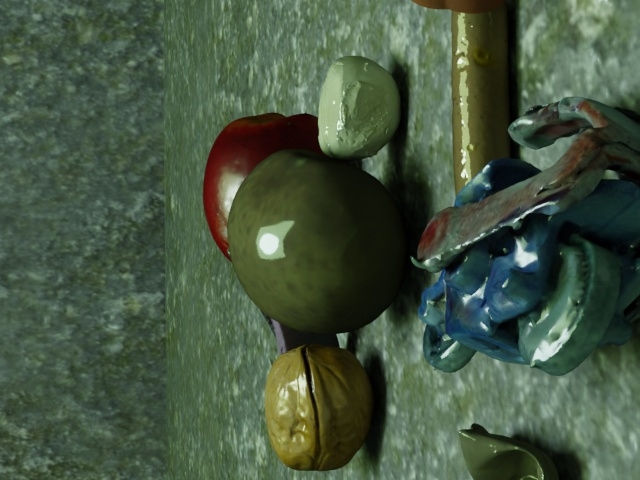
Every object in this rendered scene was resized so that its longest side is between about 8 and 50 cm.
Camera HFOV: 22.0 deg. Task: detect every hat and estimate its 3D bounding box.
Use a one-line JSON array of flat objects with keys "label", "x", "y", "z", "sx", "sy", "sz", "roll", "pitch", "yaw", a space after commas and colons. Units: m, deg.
[{"label": "hat", "x": 0.191, "y": 0.248, "z": 1.570, "sx": 0.173, "sy": 0.144, "sz": 0.166, "roll": -16, "pitch": -72, "yaw": -59}]

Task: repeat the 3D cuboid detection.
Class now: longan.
[{"label": "longan", "x": 0.000, "y": 0.000, "z": 1.978, "sx": 0.215, "sy": 0.246, "sz": 0.246, "roll": -47, "pitch": -16, "yaw": -37}]

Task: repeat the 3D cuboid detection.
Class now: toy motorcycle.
[{"label": "toy motorcycle", "x": 0.198, "y": 0.006, "z": 1.376, "sx": 0.182, "sy": 0.241, "sz": 0.319, "roll": 51, "pitch": 163, "yaw": -11}]

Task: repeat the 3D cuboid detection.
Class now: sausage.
[{"label": "sausage", "x": 0.162, "y": -0.107, "z": 1.642, "sx": 0.066, "sy": 0.065, "sz": 0.301, "roll": 156, "pitch": 114, "yaw": -75}]

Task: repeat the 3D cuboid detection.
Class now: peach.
[{"label": "peach", "x": -0.062, "y": -0.059, "z": 2.250, "sx": 0.243, "sy": 0.199, "sz": 0.244, "roll": 180, "pitch": 90, "yaw": -84}]

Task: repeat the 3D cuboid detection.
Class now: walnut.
[{"label": "walnut", "x": -0.001, "y": 0.212, "z": 2.127, "sx": 0.144, "sy": 0.144, "sz": 0.180, "roll": -119, "pitch": 20, "yaw": -62}]

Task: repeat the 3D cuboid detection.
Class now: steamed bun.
[{"label": "steamed bun", "x": 0.050, "y": -0.161, "z": 2.022, "sx": 0.112, "sy": 0.090, "sz": 0.130, "roll": -164, "pitch": 77, "yaw": -71}]

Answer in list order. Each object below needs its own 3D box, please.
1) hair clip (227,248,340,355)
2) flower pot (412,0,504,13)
[{"label": "hair clip", "x": -0.032, "y": 0.141, "z": 2.208, "sx": 0.110, "sy": 0.095, "sz": 0.359, "roll": -83, "pitch": -25, "yaw": -57}, {"label": "flower pot", "x": 0.137, "y": -0.318, "z": 1.546, "sx": 0.191, "sy": 0.190, "sz": 0.173, "roll": -107, "pitch": 8, "yaw": -48}]
